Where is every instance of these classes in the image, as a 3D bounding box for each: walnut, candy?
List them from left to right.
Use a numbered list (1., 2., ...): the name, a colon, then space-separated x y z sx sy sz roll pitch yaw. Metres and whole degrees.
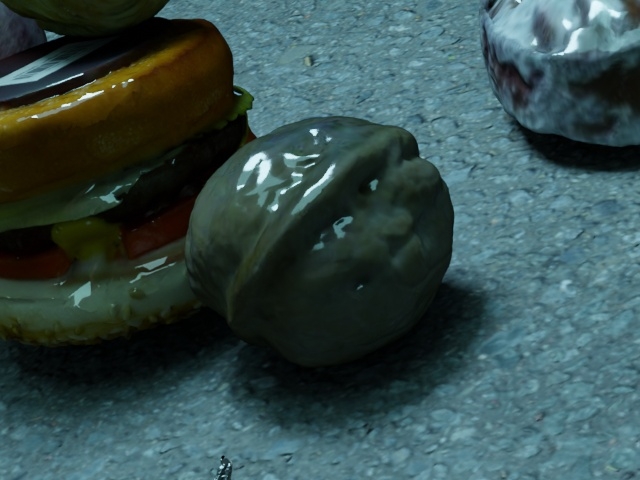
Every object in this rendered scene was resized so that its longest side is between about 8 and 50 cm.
1. walnut: 0.000 0.000 1.291 0.224 0.224 0.224 -15 29 9
2. candy: 0.264 -0.200 1.509 0.214 0.157 0.289 -16 28 -2

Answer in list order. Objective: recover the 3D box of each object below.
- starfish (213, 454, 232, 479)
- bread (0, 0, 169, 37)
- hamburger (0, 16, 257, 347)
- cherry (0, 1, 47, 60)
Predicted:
1. starfish: -0.095 0.210 1.138 0.130 0.041 0.133 4 29 22
2. bread: -0.213 -0.253 1.431 0.152 0.130 0.267 -15 15 -22
3. hamburger: -0.203 -0.056 1.452 0.330 0.250 0.330 -16 18 5
4. cherry: -0.452 -0.206 1.881 0.221 0.261 0.307 -9 61 28
